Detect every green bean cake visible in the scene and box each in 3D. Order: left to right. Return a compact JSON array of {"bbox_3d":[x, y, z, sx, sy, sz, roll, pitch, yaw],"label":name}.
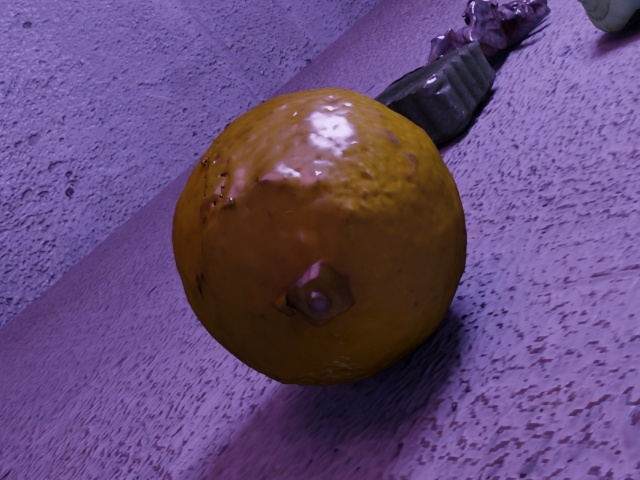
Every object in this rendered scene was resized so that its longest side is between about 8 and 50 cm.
[{"bbox_3d":[0.145,-0.194,1.380,0.183,0.094,0.185,-25,19,40],"label":"green bean cake"}]

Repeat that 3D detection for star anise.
[{"bbox_3d":[0.260,-0.341,1.543,0.198,0.110,0.257,-22,15,45],"label":"star anise"}]

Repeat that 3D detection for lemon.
[{"bbox_3d":[0.000,0.000,0.830,0.253,0.253,0.310,-33,19,13],"label":"lemon"}]

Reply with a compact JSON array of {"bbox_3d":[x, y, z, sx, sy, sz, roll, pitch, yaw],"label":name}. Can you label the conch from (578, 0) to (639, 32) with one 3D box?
[{"bbox_3d":[0.434,-0.350,1.203,0.251,0.137,0.143,-16,-10,5],"label":"conch"}]
